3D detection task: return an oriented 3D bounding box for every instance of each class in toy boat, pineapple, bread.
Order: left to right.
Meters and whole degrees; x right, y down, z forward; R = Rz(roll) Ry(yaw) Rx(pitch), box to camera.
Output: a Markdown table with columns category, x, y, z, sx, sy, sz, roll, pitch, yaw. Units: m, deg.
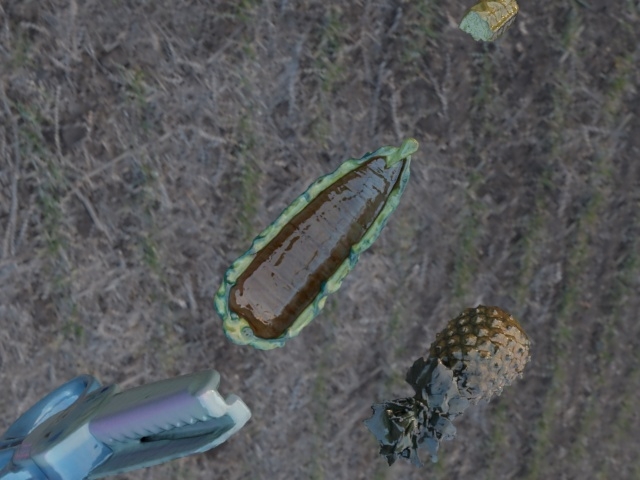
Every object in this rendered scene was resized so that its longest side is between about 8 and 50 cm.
| category | x | y | z | sx | sy | sz | roll | pitch | yaw |
| --- | --- | --- | --- | --- | --- | --- | --- | --- | --- |
| toy boat | 0.002 | -0.004 | 1.138 | 0.108 | 0.099 | 0.293 | 42 | 99 | -6 |
| pineapple | 0.150 | 0.177 | 1.245 | 0.251 | 0.125 | 0.125 | -34 | 143 | -41 |
| bread | 0.249 | -0.327 | 1.526 | 0.110 | 0.060 | 0.066 | -45 | 131 | -40 |

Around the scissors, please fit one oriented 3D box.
| category | x | y | z | sx | sy | sz | roll | pitch | yaw |
| --- | --- | --- | --- | --- | --- | --- | --- | --- | --- |
| scissors | -0.117 | 0.098 | 0.517 | 0.030 | 0.256 | 0.125 | 54 | 51 | -11 |
